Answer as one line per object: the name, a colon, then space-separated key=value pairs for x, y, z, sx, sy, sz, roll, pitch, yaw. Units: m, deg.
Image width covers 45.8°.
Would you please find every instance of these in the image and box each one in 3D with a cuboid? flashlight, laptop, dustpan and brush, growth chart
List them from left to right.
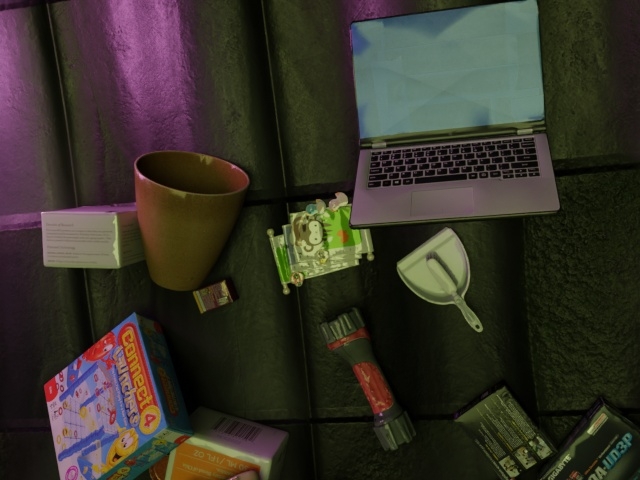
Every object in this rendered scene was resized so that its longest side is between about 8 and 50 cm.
growth chart: x=0.000 y=0.000 z=1.636 sx=0.237 sy=0.021 sz=0.172 roll=-20 pitch=92 yaw=13
flashlight: x=0.100 y=0.294 z=1.604 sx=0.103 sy=0.103 sz=0.304 roll=-24 pitch=86 yaw=-20
laptop: x=0.241 y=-0.247 z=1.450 sx=0.381 sy=0.408 sz=0.236 roll=-4 pitch=130 yaw=13
dustpan and brush: x=0.270 y=0.098 z=1.569 sx=0.147 sy=0.060 sz=0.211 roll=-37 pitch=88 yaw=14

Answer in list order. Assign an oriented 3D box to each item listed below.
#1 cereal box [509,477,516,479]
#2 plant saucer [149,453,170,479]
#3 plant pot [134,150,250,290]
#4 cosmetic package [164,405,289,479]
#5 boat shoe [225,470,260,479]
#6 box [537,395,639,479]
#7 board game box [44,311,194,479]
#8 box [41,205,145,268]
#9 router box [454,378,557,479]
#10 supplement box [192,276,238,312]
cereal box: x=0.380 y=0.634 z=1.601 sx=0.173 sy=0.047 sz=0.240 roll=41 pitch=103 yaw=-14
plant saucer: x=-0.363 y=0.543 z=1.785 sx=0.083 sy=0.013 sz=0.084 roll=2 pitch=98 yaw=13
plant pot: x=-0.289 y=-0.032 z=1.605 sx=0.237 sy=0.237 sz=0.254 roll=18 pitch=114 yaw=9
cosmetic package: x=-0.237 y=0.632 z=1.695 sx=0.230 sy=0.161 sz=0.453 roll=14 pitch=100 yaw=10
boat shoe: x=-0.253 y=0.560 z=1.562 sx=0.302 sy=0.109 sz=0.098 roll=-24 pitch=52 yaw=14
box: x=0.584 y=0.459 z=1.554 sx=0.175 sy=0.051 sz=0.220 roll=36 pitch=103 yaw=5
board game box: x=-0.451 y=0.369 z=1.661 sx=0.302 sy=0.086 sz=0.308 roll=-39 pitch=52 yaw=14
box: x=-0.479 y=-0.011 z=1.653 sx=0.181 sy=0.181 sz=0.119 roll=1 pitch=97 yaw=12
router box: x=0.388 y=0.403 z=1.591 sx=0.133 sy=0.046 sz=0.179 roll=-38 pitch=88 yaw=14
supplement box: x=-0.233 y=0.122 z=1.688 sx=0.083 sy=0.043 sz=0.055 roll=-20 pitch=93 yaw=14
